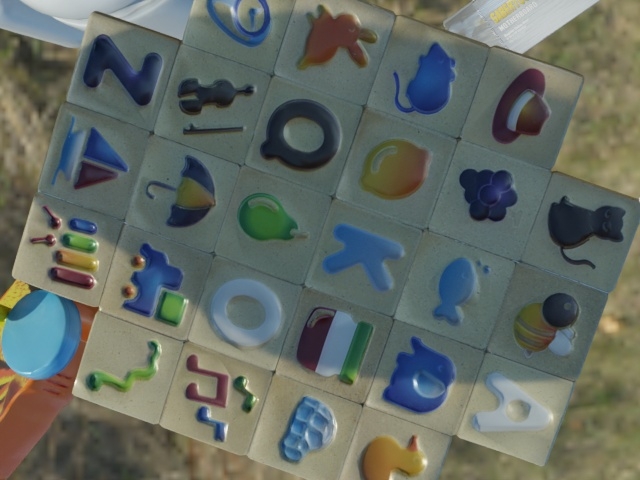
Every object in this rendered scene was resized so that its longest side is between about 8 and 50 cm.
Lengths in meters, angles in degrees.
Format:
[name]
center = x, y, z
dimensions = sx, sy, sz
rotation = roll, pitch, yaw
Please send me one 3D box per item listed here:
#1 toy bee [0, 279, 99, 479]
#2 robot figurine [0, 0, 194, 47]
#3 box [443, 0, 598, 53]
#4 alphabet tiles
[toy bee]
center = -0.199, 0.051, 1.578
dimensions = 0.298, 0.162, 0.195
rotation = -29, 144, 0
[robot figurine]
center = -0.109, -0.231, 1.384
dimensions = 0.300, 0.200, 0.353
rotation = -35, 154, 22
[box]
center = 0.220, -0.225, 1.452
dimensions = 0.231, 0.056, 0.183
rotation = -38, -177, -39
[alphabet tiles]
center = 0.000, 0.000, 1.161
dimensions = 0.342, 0.011, 0.285
rotation = 19, 104, 4
